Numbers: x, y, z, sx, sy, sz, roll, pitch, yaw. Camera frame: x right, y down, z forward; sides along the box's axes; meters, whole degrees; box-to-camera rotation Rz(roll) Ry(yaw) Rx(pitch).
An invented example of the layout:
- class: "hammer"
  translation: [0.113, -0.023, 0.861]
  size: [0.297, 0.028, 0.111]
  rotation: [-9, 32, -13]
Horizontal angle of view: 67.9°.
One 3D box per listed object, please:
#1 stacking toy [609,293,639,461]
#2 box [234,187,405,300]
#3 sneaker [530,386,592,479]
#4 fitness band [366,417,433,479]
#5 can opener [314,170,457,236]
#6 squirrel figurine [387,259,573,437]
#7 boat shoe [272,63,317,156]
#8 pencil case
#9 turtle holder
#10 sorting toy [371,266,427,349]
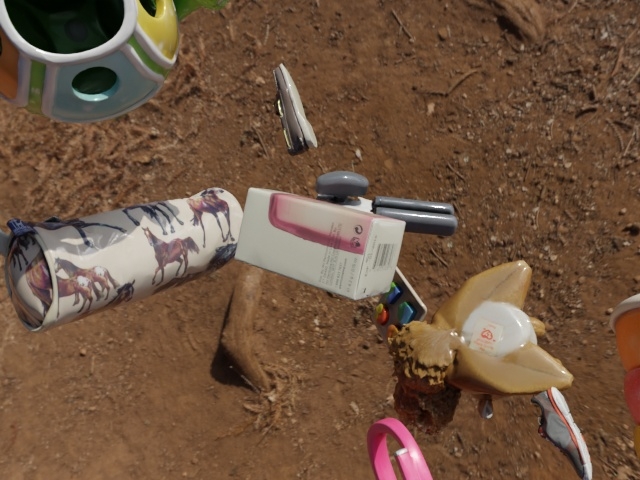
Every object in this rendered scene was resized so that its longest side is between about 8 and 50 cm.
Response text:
- class: "stacking toy"
  translation: [0.699, 0.362, 0.880]
  size: [0.350, 0.351, 0.480]
  rotation: [17, 68, 23]
- class: "box"
  translation: [0.000, 0.000, 0.787]
  size: [0.232, 0.148, 0.127]
  rotation: [16, 98, 28]
- class: "sneaker"
  translation: [0.429, 0.349, 0.854]
  size: [0.064, 0.061, 0.158]
  rotation: [-28, 60, 25]
- class: "fitness band"
  translation: [0.174, 0.522, 0.990]
  size: [0.054, 0.209, 0.291]
  rotation: [-11, 65, -20]
- class: "can opener"
  translation: [0.128, -0.072, 0.919]
  size: [0.283, 0.095, 0.076]
  rotation: [6, 40, -2]
- class: "squirrel figurine"
  translation: [0.347, 0.290, 1.126]
  size: [0.396, 0.370, 0.281]
  rotation: [-18, 58, 4]
- class: "boat shoe"
  translation: [-0.108, -0.441, 1.603]
  size: [0.096, 0.116, 0.325]
  rotation: [-22, 79, 14]
- class: "pencil case"
  translation: [-0.315, 0.007, 0.827]
  size: [0.184, 0.410, 0.160]
  rotation: [54, 127, 12]
- class: "turtle holder"
  translation: [-0.276, -0.269, 0.603]
  size: [0.227, 0.320, 0.244]
  rotation: [-154, 68, -64]
- class: "sorting toy"
  translation: [0.206, 0.205, 1.319]
  size: [0.193, 0.038, 0.208]
  rotation: [-118, 40, -54]
